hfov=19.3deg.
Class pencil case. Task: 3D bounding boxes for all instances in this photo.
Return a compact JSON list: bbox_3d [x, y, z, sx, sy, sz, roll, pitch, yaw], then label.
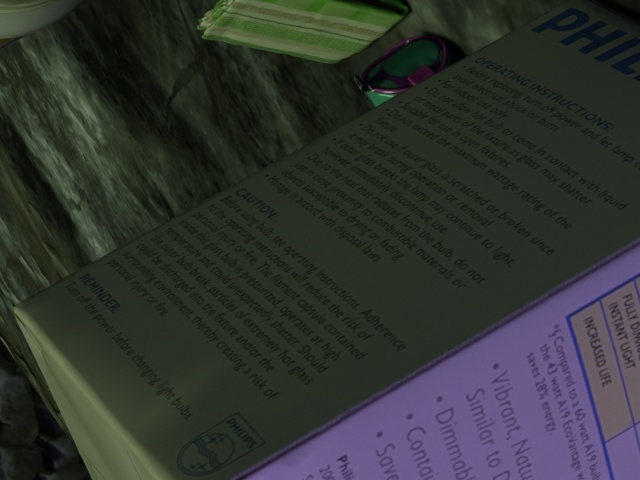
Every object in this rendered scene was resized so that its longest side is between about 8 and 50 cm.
[{"bbox_3d":[0.074,-0.056,1.249,0.070,0.064,0.152,-116,5,-60],"label":"pencil case"}]

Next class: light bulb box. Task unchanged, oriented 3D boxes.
[{"bbox_3d":[0.091,0.123,0.990,0.225,0.361,0.358,39,153,52],"label":"light bulb box"}]

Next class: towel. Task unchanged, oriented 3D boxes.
[{"bbox_3d":[-0.014,-0.156,1.297,0.152,0.113,0.023,158,120,-71],"label":"towel"}]

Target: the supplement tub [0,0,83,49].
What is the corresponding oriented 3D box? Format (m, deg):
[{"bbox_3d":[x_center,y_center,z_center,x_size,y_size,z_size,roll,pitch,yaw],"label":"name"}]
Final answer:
[{"bbox_3d":[-0.307,-0.286,1.670,0.228,0.228,0.316,63,163,-9],"label":"supplement tub"}]
